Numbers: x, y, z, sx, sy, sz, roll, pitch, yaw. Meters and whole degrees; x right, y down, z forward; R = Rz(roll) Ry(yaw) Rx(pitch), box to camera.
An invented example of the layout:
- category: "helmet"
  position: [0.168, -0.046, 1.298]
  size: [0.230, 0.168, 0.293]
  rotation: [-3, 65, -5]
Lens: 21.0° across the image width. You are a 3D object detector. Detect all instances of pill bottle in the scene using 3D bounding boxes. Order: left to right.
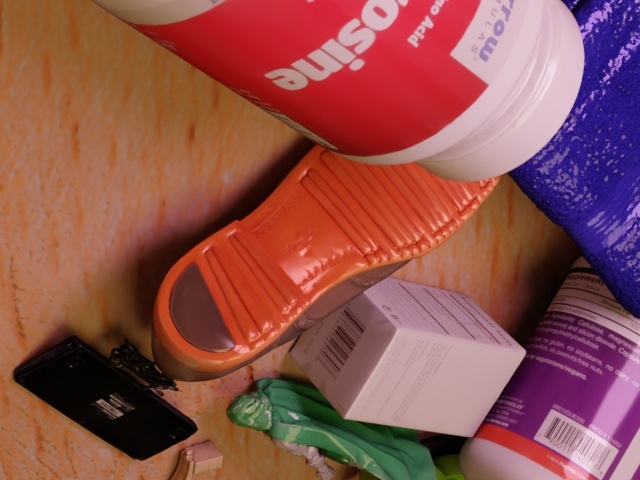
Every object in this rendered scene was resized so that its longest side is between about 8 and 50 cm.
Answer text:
- category: "pill bottle"
  position: [0.014, -0.193, 1.231]
  size: [0.229, 0.229, 0.408]
  rotation: [-51, 137, 9]
- category: "pill bottle"
  position: [0.286, 0.136, 1.703]
  size: [0.323, 0.181, 0.181]
  rotation: [-57, 140, -14]

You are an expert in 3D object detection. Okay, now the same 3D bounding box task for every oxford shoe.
- category: "oxford shoe"
  position: [0.000, 0.000, 1.485]
  size: [0.364, 0.130, 0.133]
  rotation: [-30, 169, -23]

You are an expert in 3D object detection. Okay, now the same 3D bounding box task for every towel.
- category: "towel"
  position: [0.285, -0.096, 1.544]
  size: [0.308, 0.076, 0.227]
  rotation: [44, 76, -32]

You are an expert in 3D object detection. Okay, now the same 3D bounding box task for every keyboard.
- category: "keyboard"
  position: [-0.175, 0.127, 1.502]
  size: [0.100, 0.038, 0.192]
  rotation: [-26, 142, 16]

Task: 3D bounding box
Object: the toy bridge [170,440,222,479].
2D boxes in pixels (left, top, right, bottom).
- category: "toy bridge"
  position: [-0.133, 0.270, 1.642]
  size: [0.063, 0.026, 0.188]
  rotation: [-13, 130, -28]

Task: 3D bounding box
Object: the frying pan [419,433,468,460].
- category: "frying pan"
  position: [0.239, 0.217, 1.863]
  size: [0.326, 0.053, 0.197]
  rotation: [-21, 132, -7]

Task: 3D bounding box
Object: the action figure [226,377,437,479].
- category: "action figure"
  position: [0.007, 0.181, 1.626]
  size: [0.232, 0.137, 0.063]
  rotation: [23, 120, -36]

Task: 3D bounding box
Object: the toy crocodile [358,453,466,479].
- category: "toy crocodile"
  position: [0.168, 0.307, 1.816]
  size: [0.105, 0.115, 0.340]
  rotation: [-18, 148, 34]

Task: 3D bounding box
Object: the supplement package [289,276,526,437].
- category: "supplement package"
  position: [0.082, 0.106, 1.614]
  size: [0.179, 0.105, 0.105]
  rotation: [14, 113, -42]
